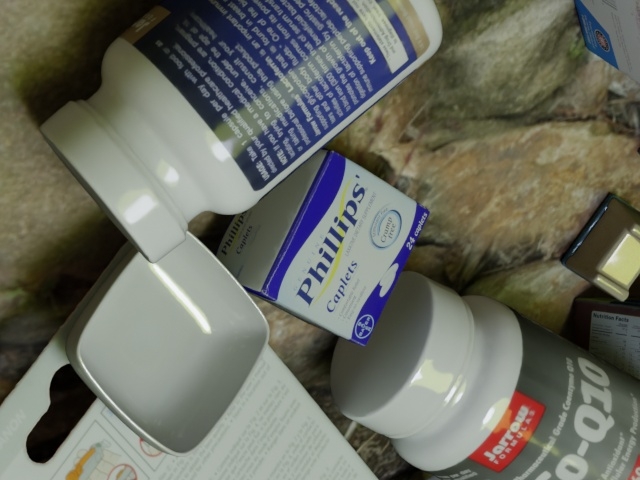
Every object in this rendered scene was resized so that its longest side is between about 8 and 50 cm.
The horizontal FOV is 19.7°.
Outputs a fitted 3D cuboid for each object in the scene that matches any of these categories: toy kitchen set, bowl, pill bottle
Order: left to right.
[{"bbox_3d":[-0.120,0.075,1.375,0.142,0.053,0.142,49,59,-27],"label":"bowl"},{"bbox_3d":[-0.057,-0.114,1.293,0.264,0.153,0.153,-41,136,-8],"label":"pill bottle"},{"bbox_3d":[0.159,0.146,1.602,0.283,0.161,0.161,28,101,-28],"label":"pill bottle"},{"bbox_3d":[0.349,0.001,1.748,0.207,0.122,0.166,31,99,-26],"label":"toy kitchen set"}]

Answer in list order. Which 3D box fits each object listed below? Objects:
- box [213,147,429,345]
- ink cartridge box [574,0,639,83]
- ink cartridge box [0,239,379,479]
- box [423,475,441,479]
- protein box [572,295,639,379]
[{"bbox_3d":[0.000,0.000,1.460,0.137,0.072,0.126,29,86,-45],"label":"box"},{"bbox_3d":[0.300,-0.173,1.474,0.078,0.231,0.134,-36,136,-12],"label":"ink cartridge box"},{"bbox_3d":[-0.130,0.216,1.466,0.385,0.091,0.308,52,59,-30],"label":"ink cartridge box"},{"bbox_3d":[0.076,0.321,1.704,0.170,0.130,0.091,-28,135,-2],"label":"box"},{"bbox_3d":[0.354,0.158,1.773,0.199,0.136,0.201,0,94,-38],"label":"protein box"}]
